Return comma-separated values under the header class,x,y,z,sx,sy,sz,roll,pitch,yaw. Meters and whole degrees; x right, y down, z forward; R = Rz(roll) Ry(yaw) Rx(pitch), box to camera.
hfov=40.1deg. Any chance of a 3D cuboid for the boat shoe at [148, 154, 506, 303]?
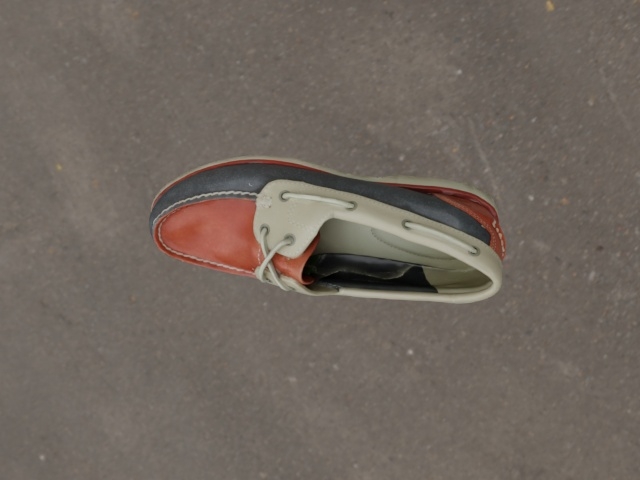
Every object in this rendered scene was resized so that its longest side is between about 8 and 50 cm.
class,x,y,z,sx,sy,sz,roll,pitch,yaw
boat shoe,0.000,0.000,0.327,0.137,0.043,0.049,4,129,5
